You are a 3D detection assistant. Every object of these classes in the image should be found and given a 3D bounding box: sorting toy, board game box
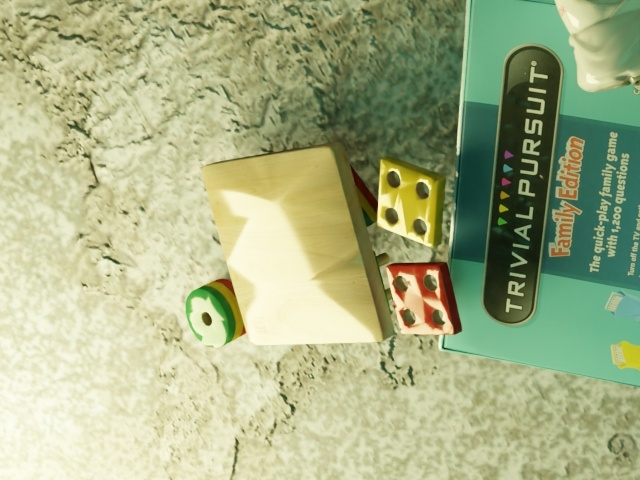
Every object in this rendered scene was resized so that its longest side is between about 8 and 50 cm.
[{"bbox_3d":[0.000,0.000,1.050,0.275,0.046,0.132,-6,103,47],"label":"sorting toy"},{"bbox_3d":[0.249,-0.025,0.934,0.336,0.079,0.253,11,122,14],"label":"board game box"}]

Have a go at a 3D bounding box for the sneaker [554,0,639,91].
[{"bbox_3d":[0.218,-0.171,0.795,0.232,0.090,0.115,-26,89,8],"label":"sneaker"}]
